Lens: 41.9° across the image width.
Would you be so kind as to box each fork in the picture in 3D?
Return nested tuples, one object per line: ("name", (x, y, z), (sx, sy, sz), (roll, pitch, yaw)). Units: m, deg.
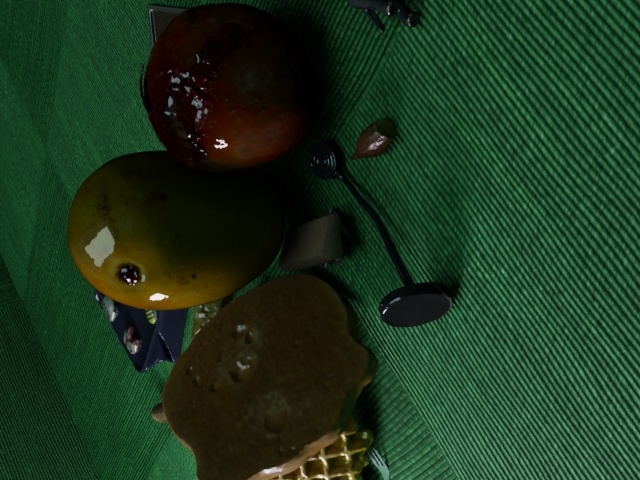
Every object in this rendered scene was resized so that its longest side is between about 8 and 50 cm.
("fork", (0.129, 0.494, 1.555), (0.039, 0.021, 0.235), (-18, 87, 61))

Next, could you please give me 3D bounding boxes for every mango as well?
("mango", (-0.233, -0.031, 1.473), (0.300, 0.446, 0.232), (45, 124, 17))

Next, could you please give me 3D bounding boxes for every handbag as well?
("handbag", (-0.470, 0.143, 2.185), (0.303, 0.122, 0.329), (51, 140, 30))

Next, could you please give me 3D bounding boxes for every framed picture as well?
("framed picture", (-0.305, -0.356, 1.802), (0.213, 0.016, 0.289), (23, 123, 49))

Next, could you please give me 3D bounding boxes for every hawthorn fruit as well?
("hawthorn fruit", (-0.141, -0.253, 1.389), (0.316, 0.316, 0.315), (29, 128, 46))

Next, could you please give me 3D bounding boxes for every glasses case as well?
("glasses case", (0.000, 0.000, 1.491), (0.193, 0.070, 0.102), (-18, 57, 61))

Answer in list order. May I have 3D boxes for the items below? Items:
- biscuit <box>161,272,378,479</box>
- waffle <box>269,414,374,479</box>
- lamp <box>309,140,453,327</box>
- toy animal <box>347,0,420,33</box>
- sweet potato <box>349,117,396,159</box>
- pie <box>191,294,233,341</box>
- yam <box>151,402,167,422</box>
("biscuit", (-0.091, 0.241, 1.475), (0.365, 0.385, 0.062), (52, 178, 43))
("waffle", (-0.060, 0.389, 1.552), (0.330, 0.062, 0.329), (4, 110, 10))
("lamp", (0.066, -0.023, 1.331), (0.371, 0.109, 0.130), (59, 141, 20))
("toy animal", (0.094, -0.414, 1.133), (0.137, 0.082, 0.269), (38, 134, 40))
("sweet potato", (0.075, -0.152, 1.313), (0.117, 0.049, 0.049), (-36, 74, 55))
("pie", (-0.239, 0.189, 1.792), (0.339, 0.083, 0.339), (-177, 90, -79))
("yam", (-0.373, 0.454, 2.238), (0.300, 0.066, 0.066), (-23, 85, 55))
